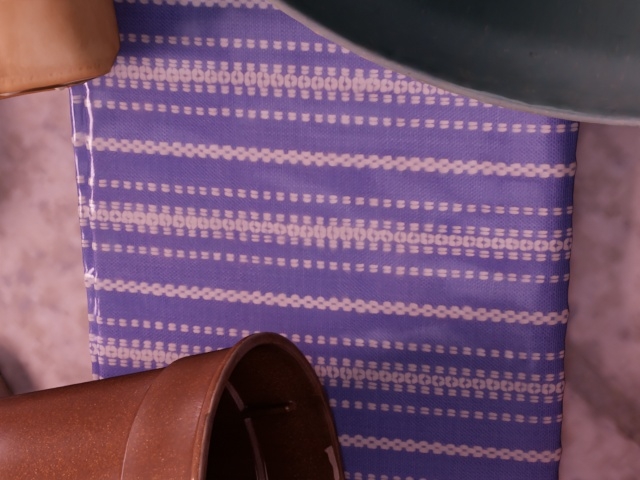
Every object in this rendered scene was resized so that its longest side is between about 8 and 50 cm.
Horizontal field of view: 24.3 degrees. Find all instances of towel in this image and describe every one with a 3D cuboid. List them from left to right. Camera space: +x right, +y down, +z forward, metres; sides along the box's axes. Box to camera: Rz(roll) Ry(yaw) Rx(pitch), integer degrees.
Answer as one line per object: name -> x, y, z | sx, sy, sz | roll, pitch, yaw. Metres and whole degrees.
towel -> 0.000, 0.000, 0.724 | 0.243, 0.040, 0.336 | 3, 109, 11

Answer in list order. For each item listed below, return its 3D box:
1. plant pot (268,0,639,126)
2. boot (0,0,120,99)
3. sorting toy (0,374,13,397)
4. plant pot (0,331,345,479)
plant pot -> 0.103, -0.197, 0.518 | 0.293, 0.293, 0.196 | 13, 68, 9
boot -> -0.117, -0.200, 0.632 | 0.236, 0.089, 0.269 | -5, 94, 33
sorting toy -> -0.246, 0.221, 0.815 | 0.257, 0.089, 0.255 | -25, 100, 19
plant pot -> -0.092, 0.133, 0.688 | 0.165, 0.167, 0.167 | -7, 105, 21
